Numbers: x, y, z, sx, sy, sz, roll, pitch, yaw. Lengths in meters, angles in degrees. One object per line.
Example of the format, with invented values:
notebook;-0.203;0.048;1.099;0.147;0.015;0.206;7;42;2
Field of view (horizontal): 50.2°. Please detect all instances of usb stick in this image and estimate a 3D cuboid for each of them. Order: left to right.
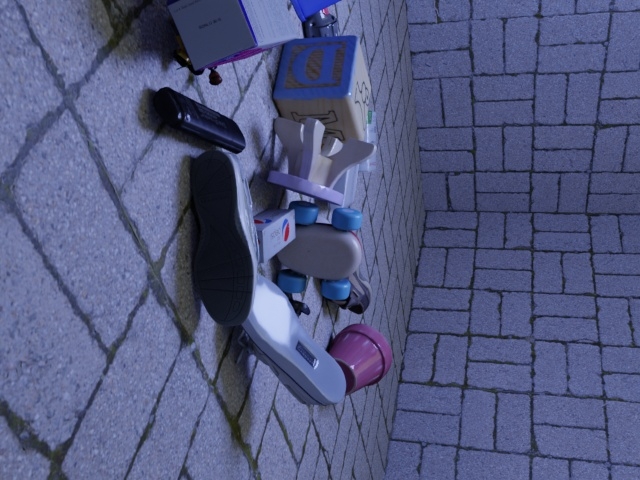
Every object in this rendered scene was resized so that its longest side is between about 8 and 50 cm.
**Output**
usb stick;-0.204;-0.204;1.196;0.077;0.045;0.278;61;12;9

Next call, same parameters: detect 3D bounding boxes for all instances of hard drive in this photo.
hard drive;0.081;-0.218;2.119;0.353;0.047;0.233;-38;136;-80

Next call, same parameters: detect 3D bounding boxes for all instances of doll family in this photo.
doll family;-0.202;-0.326;1.159;0.193;0.076;0.111;-29;100;-67

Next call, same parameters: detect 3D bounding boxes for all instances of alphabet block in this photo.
alphabet block;0.011;-0.371;1.705;0.197;0.193;0.192;64;33;-59

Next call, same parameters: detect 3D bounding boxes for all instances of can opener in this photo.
can opener;-0.058;0.172;1.758;0.186;0.059;0.073;46;47;-68

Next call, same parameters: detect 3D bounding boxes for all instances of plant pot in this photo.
plant pot;0.097;0.386;2.134;0.180;0.201;0.201;-31;123;-53

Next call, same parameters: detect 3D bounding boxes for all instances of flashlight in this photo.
flashlight;-0.002;-0.671;1.799;0.103;0.103;0.304;-73;157;-52

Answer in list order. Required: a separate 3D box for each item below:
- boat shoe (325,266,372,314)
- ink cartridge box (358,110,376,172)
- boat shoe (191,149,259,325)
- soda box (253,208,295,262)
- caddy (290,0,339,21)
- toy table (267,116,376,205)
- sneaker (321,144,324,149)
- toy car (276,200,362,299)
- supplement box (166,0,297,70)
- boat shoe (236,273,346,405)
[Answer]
boat shoe;0.064;0.143;2.124;0.130;0.132;0.355;-57;148;-23
ink cartridge box;0.140;-0.342;2.362;0.153;0.087;0.208;-26;116;-73
boat shoe;-0.167;-0.005;1.257;0.103;0.118;0.320;-19;102;-73
soda box;-0.119;-0.014;1.504;0.216;0.069;0.073;-42;132;-68
caddy;-0.063;-0.629;1.461;0.341;0.179;0.241;52;18;-66
toy table;-0.010;-0.182;1.604;0.274;0.252;0.160;4;104;-87
sneaker;0.010;-0.258;1.990;0.067;0.064;0.175;113;-10;-69
toy car;0.000;0.000;1.729;0.238;0.210;0.219;-82;180;-73
supplement box;-0.133;-0.353;1.096;0.114;0.111;0.220;68;22;-14
boat shoe;-0.106;0.224;1.472;0.367;0.156;0.136;50;40;-23
